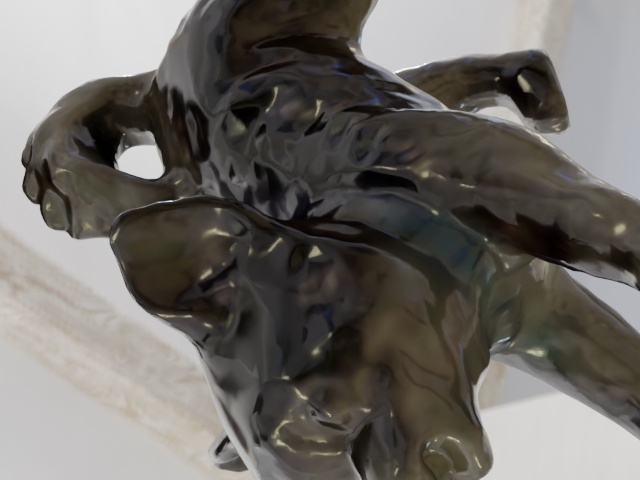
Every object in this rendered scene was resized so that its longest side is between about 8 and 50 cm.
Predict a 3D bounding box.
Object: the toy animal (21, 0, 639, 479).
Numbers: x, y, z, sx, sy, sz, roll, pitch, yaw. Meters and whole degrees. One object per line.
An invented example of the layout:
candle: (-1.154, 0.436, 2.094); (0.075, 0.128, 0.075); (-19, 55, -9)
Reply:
toy animal: (0.000, 0.000, 0.679); (0.194, 0.302, 0.344); (65, -172, -47)
